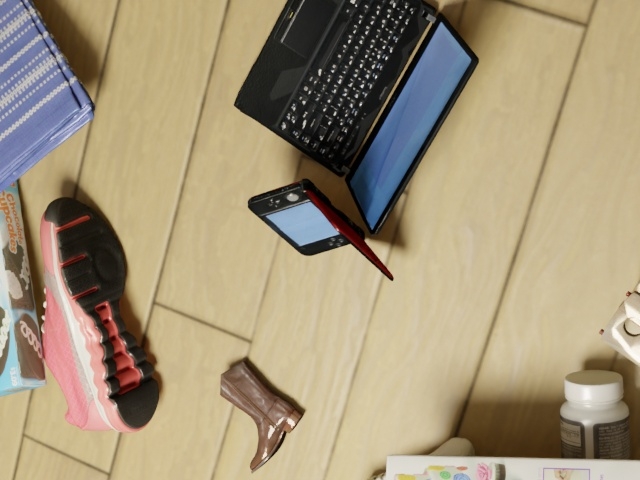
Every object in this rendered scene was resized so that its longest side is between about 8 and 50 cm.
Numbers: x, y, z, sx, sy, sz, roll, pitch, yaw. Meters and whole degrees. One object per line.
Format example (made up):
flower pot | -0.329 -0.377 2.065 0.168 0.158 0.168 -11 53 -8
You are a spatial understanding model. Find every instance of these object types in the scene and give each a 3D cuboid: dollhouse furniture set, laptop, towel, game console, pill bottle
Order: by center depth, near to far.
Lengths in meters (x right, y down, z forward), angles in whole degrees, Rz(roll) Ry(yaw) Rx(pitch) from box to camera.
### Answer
dollhouse furniture set | 0.408 0.052 1.472 0.129 0.129 0.184 35 111 12
pill bottle | 0.311 0.221 1.570 0.078 0.078 0.137 1 100 21
laptop | 0.031 -0.178 1.575 0.264 0.136 0.234 35 110 12
game console | 0.000 0.000 1.607 0.124 0.144 0.085 -17 55 24
towel | -0.445 -0.230 1.775 0.243 0.040 0.336 -36 74 19

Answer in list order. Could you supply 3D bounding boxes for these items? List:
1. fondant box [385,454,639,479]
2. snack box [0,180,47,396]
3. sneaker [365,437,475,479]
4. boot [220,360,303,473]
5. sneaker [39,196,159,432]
fondant box | 0.231 0.357 1.490 0.330 0.096 0.238 -2 75 23
snack box | -0.471 0.051 1.816 0.187 0.060 0.322 -16 78 23
sneaker | 0.092 0.313 1.674 0.095 0.090 0.235 46 110 20
boot | -0.093 0.222 1.752 0.114 0.037 0.106 38 98 8
sneaker | -0.320 0.104 1.780 0.136 0.116 0.314 -15 91 33
